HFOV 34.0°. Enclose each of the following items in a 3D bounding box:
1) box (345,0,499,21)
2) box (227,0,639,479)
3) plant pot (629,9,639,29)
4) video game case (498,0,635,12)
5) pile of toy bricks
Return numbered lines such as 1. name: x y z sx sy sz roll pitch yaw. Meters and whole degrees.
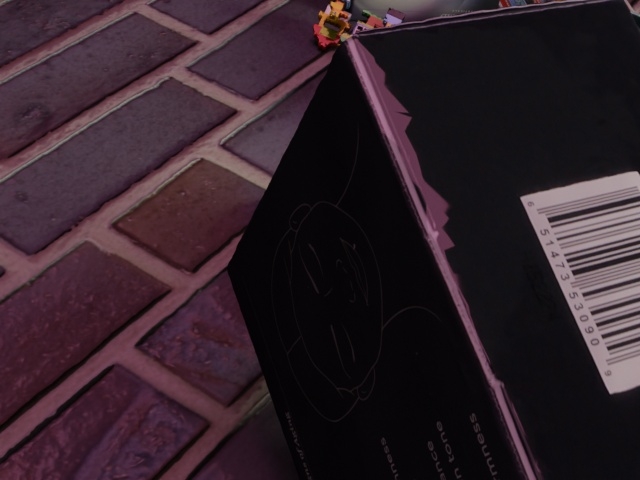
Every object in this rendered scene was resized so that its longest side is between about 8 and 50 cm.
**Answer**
1. box: 0.203 -0.574 1.962 0.296 0.294 0.183 0 46 -9
2. box: 0.154 0.113 0.988 0.297 0.472 0.480 -13 71 -24
3. plant pot: 0.422 -0.219 1.684 0.292 0.196 0.293 2 48 -3
4. video game case: 0.475 -0.507 2.134 0.285 0.025 0.204 -1 44 -11
5. pile of toy bricks: 0.084 -0.351 1.859 0.212 0.118 0.105 24 77 3
